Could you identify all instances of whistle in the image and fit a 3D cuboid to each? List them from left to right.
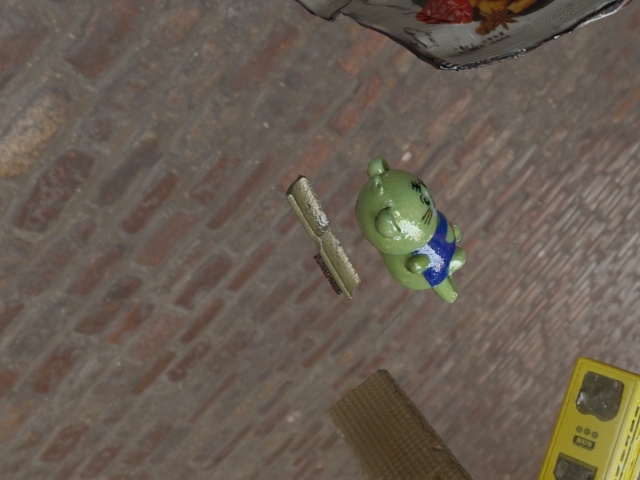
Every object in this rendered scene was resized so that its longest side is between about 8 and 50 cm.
[{"bbox_3d":[0.105,0.000,0.933,0.085,0.105,0.227,-21,137,19],"label":"whistle"}]

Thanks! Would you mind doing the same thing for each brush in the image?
[{"bbox_3d":[0.000,0.000,1.226,0.043,0.036,0.248,-63,144,-27],"label":"brush"}]

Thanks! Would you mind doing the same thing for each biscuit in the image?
[{"bbox_3d":[0.145,0.360,1.290,0.144,0.426,0.078,-38,123,-3],"label":"biscuit"}]

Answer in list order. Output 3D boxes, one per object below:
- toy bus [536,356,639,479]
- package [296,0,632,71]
[{"bbox_3d":[0.433,0.361,1.375,0.152,0.144,0.330,24,84,-56],"label":"toy bus"},{"bbox_3d":[0.075,-0.179,0.585,0.154,0.239,0.030,-29,130,-18],"label":"package"}]
